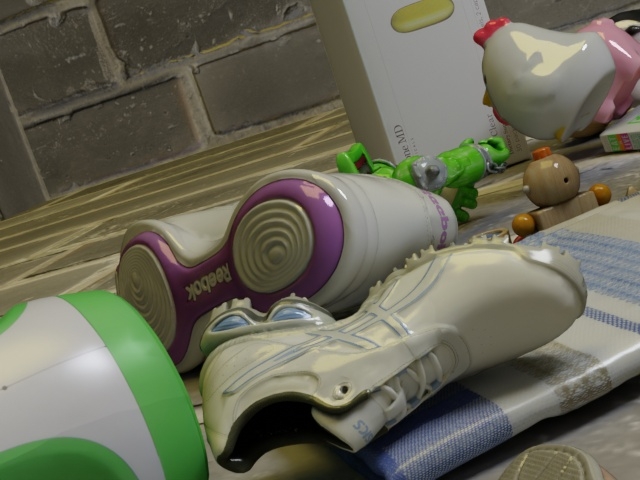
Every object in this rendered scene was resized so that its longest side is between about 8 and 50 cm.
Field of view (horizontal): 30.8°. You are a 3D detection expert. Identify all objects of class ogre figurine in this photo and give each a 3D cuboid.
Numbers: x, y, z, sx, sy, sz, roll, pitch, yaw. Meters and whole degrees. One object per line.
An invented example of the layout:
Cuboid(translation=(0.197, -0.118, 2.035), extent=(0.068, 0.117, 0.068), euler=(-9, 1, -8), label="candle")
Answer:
Cuboid(translation=(0.051, -0.034, 0.971), extent=(0.197, 0.097, 0.118), euler=(-2, 4, 25), label="ogre figurine")

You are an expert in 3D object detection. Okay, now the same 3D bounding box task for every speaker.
Cuboid(translation=(-0.197, 0.124, 0.459), extent=(0.296, 0.131, 0.131), euler=(-24, 11, -28), label="speaker")

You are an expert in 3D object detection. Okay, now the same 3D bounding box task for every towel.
Cuboid(translation=(0.122, 0.039, 0.597), extent=(0.285, 0.034, 0.209), euler=(-24, 13, -15), label="towel")

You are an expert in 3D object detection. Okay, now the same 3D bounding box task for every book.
Cuboid(translation=(0.333, -0.109, 1.038), extent=(0.096, 0.035, 0.144), euler=(-30, 14, -25), label="book")

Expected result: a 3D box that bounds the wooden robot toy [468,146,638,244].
Cuboid(translation=(0.141, -0.019, 0.748), extent=(0.173, 0.079, 0.076), euler=(-21, 10, -14), label="wooden robot toy")

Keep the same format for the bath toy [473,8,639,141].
Cuboid(translation=(0.247, -0.163, 1.129), extent=(0.348, 0.129, 0.151), euler=(-18, -38, -58), label="bath toy")

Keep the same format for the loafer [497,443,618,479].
Cuboid(translation=(0.089, 0.096, 0.350), extent=(0.045, 0.039, 0.125), euler=(-54, 12, -6), label="loafer")

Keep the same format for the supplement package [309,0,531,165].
Cuboid(translation=(0.097, -0.194, 1.270), extent=(0.145, 0.262, 0.204), euler=(-20, 10, -6), label="supplement package")

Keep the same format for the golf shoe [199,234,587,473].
Cuboid(translation=(0.031, 0.057, 0.495), extent=(0.176, 0.069, 0.086), euler=(-18, 36, 15), label="golf shoe")

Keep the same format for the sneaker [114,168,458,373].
Cuboid(translation=(-0.034, 0.025, 0.815), extent=(0.152, 0.114, 0.305), euler=(-6, -5, -40), label="sneaker")
